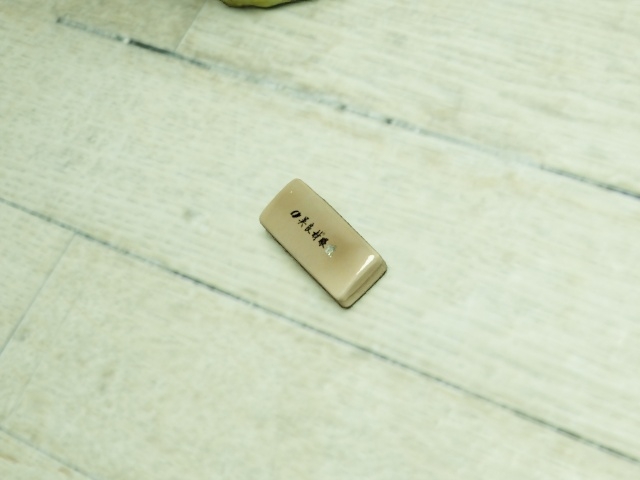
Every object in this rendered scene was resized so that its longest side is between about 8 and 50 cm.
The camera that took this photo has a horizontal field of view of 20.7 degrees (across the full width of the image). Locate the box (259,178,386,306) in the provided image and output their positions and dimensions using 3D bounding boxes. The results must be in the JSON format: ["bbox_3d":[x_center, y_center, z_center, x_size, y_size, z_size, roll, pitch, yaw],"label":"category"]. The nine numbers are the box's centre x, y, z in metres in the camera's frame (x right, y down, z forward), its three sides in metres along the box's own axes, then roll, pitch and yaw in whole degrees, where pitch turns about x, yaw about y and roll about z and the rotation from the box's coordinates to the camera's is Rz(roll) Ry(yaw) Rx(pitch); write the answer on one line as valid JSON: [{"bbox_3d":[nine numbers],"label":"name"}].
[{"bbox_3d":[0.000,0.000,1.282,0.048,0.025,0.115,-43,48,-1],"label":"box"}]

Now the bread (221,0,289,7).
[{"bbox_3d":[-0.063,-0.317,1.370,0.238,0.252,0.196,-4,61,26],"label":"bread"}]
